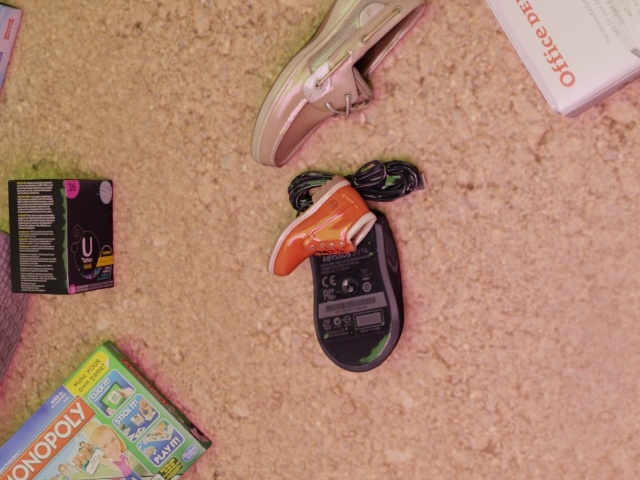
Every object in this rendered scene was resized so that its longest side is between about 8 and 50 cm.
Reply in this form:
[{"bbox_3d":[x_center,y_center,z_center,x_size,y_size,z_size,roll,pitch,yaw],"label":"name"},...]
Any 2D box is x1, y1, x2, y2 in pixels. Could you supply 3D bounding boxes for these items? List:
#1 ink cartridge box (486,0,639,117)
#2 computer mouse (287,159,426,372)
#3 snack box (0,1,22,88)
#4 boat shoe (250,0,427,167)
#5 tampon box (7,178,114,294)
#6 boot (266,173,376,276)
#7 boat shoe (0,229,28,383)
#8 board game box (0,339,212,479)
[{"bbox_3d":[0.352,-0.301,1.212,0.283,0.117,0.207,-32,83,19],"label":"ink cartridge box"},{"bbox_3d":[0.056,0.038,1.378,0.188,0.072,0.272,-7,79,23],"label":"computer mouse"},{"bbox_3d":[-0.624,-0.315,1.610,0.321,0.060,0.187,23,101,18],"label":"snack box"},{"bbox_3d":[0.021,-0.208,1.352,0.098,0.109,0.302,39,100,15],"label":"boat shoe"},{"bbox_3d":[-0.369,-0.008,1.503,0.101,0.120,0.161,1,94,21],"label":"tampon box"},{"bbox_3d":[0.000,0.000,1.340,0.158,0.059,0.084,-47,71,10],"label":"boot"},{"bbox_3d":[-0.570,0.206,1.564,0.156,0.187,0.500,24,107,12],"label":"boat shoe"},{"bbox_3d":[-0.342,0.330,1.505,0.213,0.046,0.317,44,95,1],"label":"board game box"}]
